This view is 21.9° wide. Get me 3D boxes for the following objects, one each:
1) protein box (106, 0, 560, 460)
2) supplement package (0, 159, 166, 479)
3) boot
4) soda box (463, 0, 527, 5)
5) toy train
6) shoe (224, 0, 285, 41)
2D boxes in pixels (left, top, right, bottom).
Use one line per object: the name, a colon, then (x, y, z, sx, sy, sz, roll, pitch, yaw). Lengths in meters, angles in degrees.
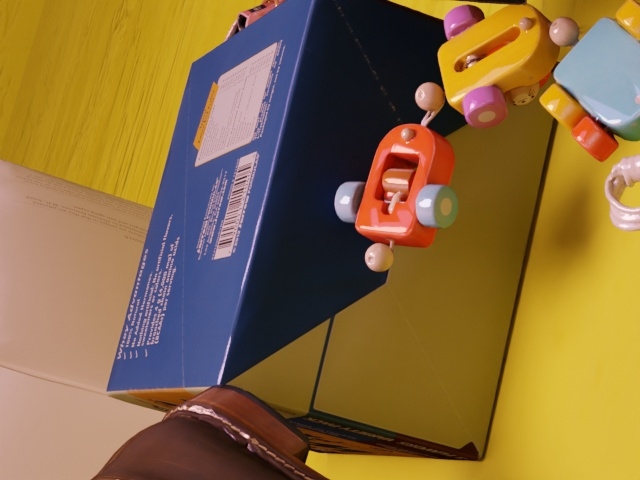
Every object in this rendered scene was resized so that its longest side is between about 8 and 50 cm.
protein box: (0.000, 0.000, 0.847, 0.201, 0.136, 0.200, 164, 121, -68)
supplement package: (-0.198, 0.099, 1.257, 0.177, 0.175, 0.293, -63, 21, 24)
boot: (-0.007, 0.141, 0.640, 0.219, 0.106, 0.082, 28, 122, 31)
soda box: (0.046, -0.140, 0.747, 0.169, 0.060, 0.053, -126, 39, -75)
toy train: (0.089, -0.040, 0.702, 0.166, 0.046, 0.125, 0, 69, 41)
shoe: (-0.013, -0.152, 1.107, 0.063, 0.081, 0.178, 164, 121, -68)
